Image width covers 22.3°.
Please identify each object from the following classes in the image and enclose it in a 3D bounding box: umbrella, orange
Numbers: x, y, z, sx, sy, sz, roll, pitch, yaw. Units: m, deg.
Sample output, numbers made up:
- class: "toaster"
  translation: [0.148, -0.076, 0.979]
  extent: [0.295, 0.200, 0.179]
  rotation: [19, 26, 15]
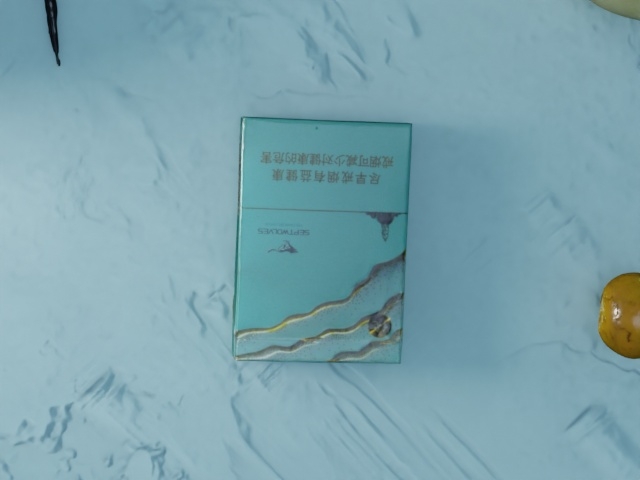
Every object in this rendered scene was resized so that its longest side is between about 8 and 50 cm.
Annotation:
- class: "umbrella"
  translation: [-0.249, -0.233, 1.480]
  extent: [0.022, 0.022, 0.149]
  rotation: [-2, 97, 19]
- class: "orange"
  translation: [0.303, 0.073, 1.558]
  extent: [0.070, 0.083, 0.083]
  rotation: [6, 95, 1]

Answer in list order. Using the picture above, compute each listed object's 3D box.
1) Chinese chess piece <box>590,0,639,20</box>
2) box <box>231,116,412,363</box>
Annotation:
- class: "Chinese chess piece"
  translation: [0.321, -0.328, 1.509]
  extent: [0.250, 0.097, 0.251]
  rotation: [-1, 95, -8]
- class: "box"
  translation: [0.000, 0.001, 1.528]
  extent: [0.162, 0.041, 0.229]
  rotation: [1, 96, -7]
